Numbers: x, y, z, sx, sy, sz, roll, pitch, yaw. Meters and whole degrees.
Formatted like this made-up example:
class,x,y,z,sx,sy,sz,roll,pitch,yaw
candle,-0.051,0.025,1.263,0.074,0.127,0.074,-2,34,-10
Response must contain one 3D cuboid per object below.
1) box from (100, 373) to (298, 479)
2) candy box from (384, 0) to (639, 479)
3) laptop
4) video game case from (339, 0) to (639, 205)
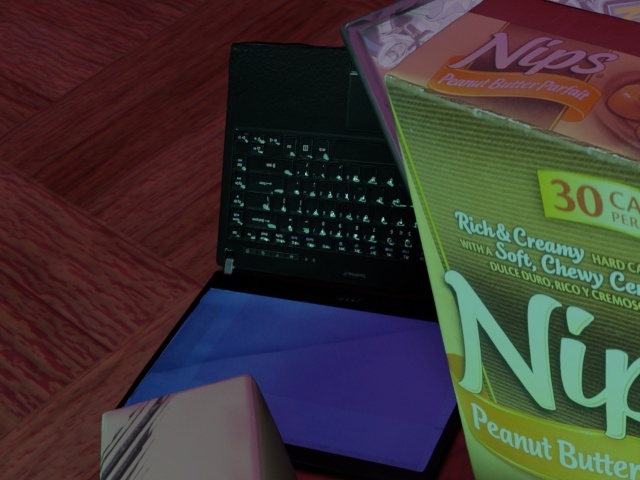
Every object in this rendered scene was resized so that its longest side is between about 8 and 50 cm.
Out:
class,x,y,z,sx,sy,sz,roll,pitch,yaw
box,-0.054,0.207,0.619,0.094,0.113,0.275,-15,38,4
candy box,0.147,0.058,0.555,0.087,0.316,0.183,-40,44,-26
laptop,0.000,0.000,0.818,0.234,0.264,0.136,7,6,27
video game case,0.172,-0.067,0.754,0.248,0.035,0.275,-23,66,5
